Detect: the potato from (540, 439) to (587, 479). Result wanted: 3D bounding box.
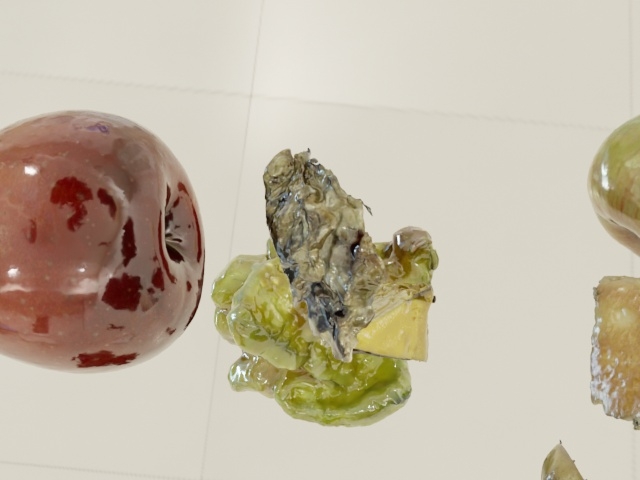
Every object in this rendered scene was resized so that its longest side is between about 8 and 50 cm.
[{"bbox_3d":[0.178,0.183,0.806,0.036,0.093,0.037,-27,112,2],"label":"potato"}]

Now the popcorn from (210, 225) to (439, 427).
[{"bbox_3d":[0.000,0.126,1.459,0.321,0.290,0.325,-28,62,-32],"label":"popcorn"}]

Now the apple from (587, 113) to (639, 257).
[{"bbox_3d":[0.469,-0.055,1.362,0.261,0.261,0.194,41,90,12],"label":"apple"}]

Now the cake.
[{"bbox_3d":[0.064,0.118,1.312,0.080,0.116,0.185,18,35,35],"label":"cake"}]

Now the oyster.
[{"bbox_3d":[-0.006,-0.001,0.691,0.051,0.103,0.148,-5,40,-16],"label":"oyster"}]

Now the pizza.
[{"bbox_3d":[0.310,0.114,0.918,0.056,0.271,0.134,34,92,-34],"label":"pizza"}]

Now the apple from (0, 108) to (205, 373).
[{"bbox_3d":[-0.201,0.001,0.879,0.201,0.218,0.218,-14,69,18],"label":"apple"}]
